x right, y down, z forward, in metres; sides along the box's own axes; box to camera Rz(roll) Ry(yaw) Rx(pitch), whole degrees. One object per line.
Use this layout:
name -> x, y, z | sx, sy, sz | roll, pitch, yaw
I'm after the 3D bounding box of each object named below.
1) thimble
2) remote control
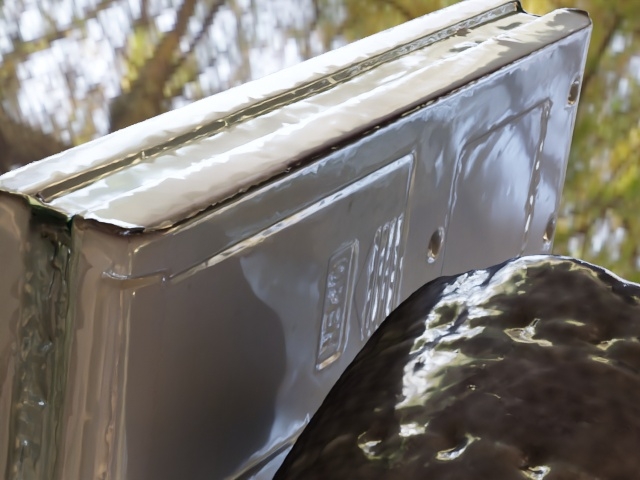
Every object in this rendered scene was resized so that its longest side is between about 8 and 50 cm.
thimble -> 0.057, 0.084, 0.471 | 0.150, 0.150, 0.097 | 22, -129, 14
remote control -> 0.000, 0.000, 0.564 | 0.056, 0.102, 0.277 | 19, -155, 25
